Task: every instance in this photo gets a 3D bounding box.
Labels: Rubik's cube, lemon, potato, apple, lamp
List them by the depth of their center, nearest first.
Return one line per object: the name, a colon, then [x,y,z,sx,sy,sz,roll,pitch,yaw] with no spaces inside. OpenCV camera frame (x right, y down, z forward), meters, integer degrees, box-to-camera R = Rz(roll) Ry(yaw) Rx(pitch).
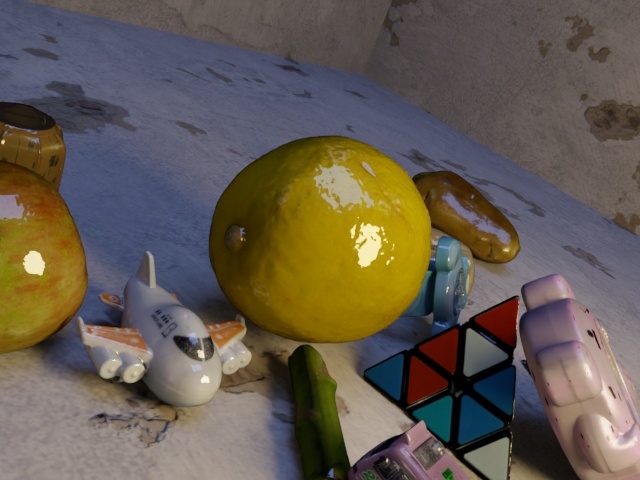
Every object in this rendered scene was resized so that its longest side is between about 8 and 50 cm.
apple: [-0.422,0.026,0.871,0.226,0.246,0.246,-26,50,-38]
lemon: [0.000,0.000,1.084,0.348,0.348,0.348,20,22,-8]
Rubik's cube: [0.222,0.169,1.094,0.250,0.234,0.284,25,23,6]
lamp: [-0.492,-0.116,1.119,0.161,0.185,0.161,17,24,-8]
potato: [0.379,-0.067,1.894,0.369,0.176,0.195,39,0,26]

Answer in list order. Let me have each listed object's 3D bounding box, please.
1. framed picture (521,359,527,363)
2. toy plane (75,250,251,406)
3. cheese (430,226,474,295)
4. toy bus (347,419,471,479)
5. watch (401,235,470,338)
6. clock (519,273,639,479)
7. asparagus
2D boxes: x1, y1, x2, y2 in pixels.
framed picture: [0.506,0.306,1.350,0.199,0.010,0.195,16,23,-17]
toy plane: [-0.205,0.122,0.946,0.245,0.117,0.244,21,21,-8]
cheese: [0.224,0.049,1.524,0.235,0.117,0.218,19,24,0]
toy bus: [0.131,0.311,0.810,0.199,0.108,0.096,49,29,18]
watch: [0.173,0.087,1.346,0.193,0.210,0.211,7,16,21]
clock: [0.407,0.230,1.071,0.322,0.113,0.295,57,22,-22]
asparagus: [-0.004,0.239,0.953,0.067,0.060,0.277,-1,26,-6]
